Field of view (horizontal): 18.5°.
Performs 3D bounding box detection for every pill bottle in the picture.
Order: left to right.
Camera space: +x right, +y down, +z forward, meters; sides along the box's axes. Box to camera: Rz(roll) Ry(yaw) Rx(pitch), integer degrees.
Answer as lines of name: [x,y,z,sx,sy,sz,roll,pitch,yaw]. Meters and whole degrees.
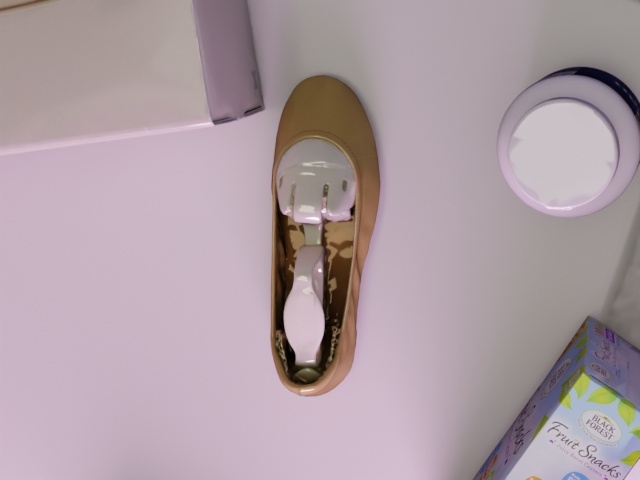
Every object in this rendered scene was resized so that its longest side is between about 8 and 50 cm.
pill bottle: [0.167,-0.065,1.304,0.094,0.169,0.094,2,99,11]

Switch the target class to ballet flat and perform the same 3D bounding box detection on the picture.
ballet flat: [0.000,0.000,1.397,0.080,0.073,0.232,1,98,11]

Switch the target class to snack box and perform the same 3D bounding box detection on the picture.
snack box: [0.149,0.166,1.338,0.070,0.174,0.207,35,102,2]

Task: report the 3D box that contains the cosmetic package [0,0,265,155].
cosmetic package: [-0.211,-0.118,1.381,0.309,0.160,0.113,-8,96,12]
